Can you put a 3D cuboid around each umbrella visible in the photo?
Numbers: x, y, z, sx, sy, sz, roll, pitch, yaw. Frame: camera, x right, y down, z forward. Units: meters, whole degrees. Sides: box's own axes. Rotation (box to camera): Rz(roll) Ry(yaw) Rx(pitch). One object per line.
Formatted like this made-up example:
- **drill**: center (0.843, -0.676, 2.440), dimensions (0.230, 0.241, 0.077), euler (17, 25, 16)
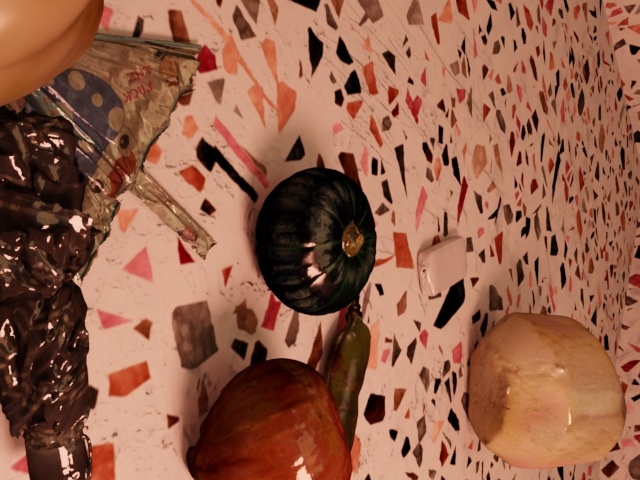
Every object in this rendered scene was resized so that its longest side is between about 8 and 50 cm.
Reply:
- **umbrella**: center (-0.263, 0.057, 0.601), dimensions (0.128, 0.154, 0.337), euler (-25, 129, -55)

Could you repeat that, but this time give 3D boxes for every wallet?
- **wallet**: center (0.244, 0.049, 1.395), dimensions (0.190, 0.033, 0.095), euler (-15, 100, -55)

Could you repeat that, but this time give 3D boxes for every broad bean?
- **broad bean**: center (0.028, 0.241, 1.055), dimensions (0.077, 0.061, 0.339), euler (47, 52, -59)

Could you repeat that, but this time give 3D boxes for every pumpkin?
- **pumpkin**: center (0.000, 0.000, 0.953), dimensions (0.202, 0.140, 0.202), euler (9, 79, -54)

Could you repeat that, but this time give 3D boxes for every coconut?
- **coconut**: center (0.485, 0.317, 1.507), dimensions (0.352, 0.352, 0.353), euler (2, 88, -55)

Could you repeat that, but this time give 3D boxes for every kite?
- **kite**: center (-0.223, -0.087, 0.743), dimensions (0.368, 0.014, 0.406), euler (51, 49, -43)

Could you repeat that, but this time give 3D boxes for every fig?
- **fig**: center (-0.062, 0.245, 0.840), dimensions (0.205, 0.205, 0.205), euler (2, 88, -55)

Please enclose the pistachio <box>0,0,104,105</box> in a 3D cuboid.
- **pistachio**: center (-0.300, -0.229, 0.380), dimensions (0.281, 0.365, 0.445), euler (56, 11, 32)
